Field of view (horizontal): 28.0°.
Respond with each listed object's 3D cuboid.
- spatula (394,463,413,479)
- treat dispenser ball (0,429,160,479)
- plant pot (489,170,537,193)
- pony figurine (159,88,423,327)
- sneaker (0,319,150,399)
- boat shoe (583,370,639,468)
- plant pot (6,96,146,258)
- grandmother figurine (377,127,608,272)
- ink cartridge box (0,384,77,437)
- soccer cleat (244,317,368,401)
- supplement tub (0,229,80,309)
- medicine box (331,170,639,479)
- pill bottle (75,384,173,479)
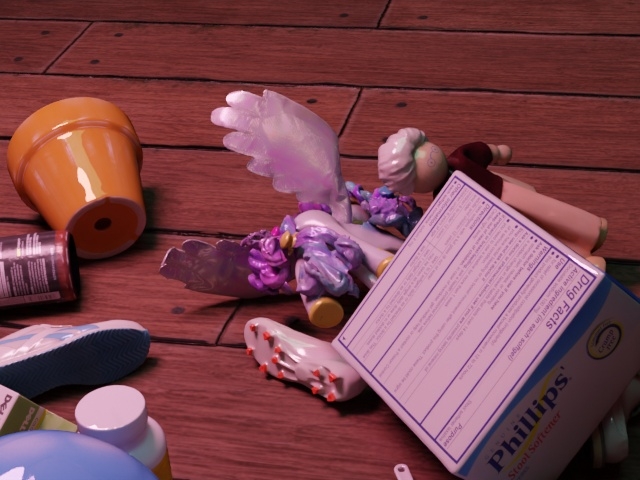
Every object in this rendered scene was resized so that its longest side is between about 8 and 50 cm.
[{"bbox_3d":[0.066,0.335,1.381,0.168,0.019,0.242,-15,32,-7],"label":"spatula"},{"bbox_3d":[-0.257,0.320,1.188,0.288,0.288,0.288,-3,32,2],"label":"treat dispenser ball"},{"bbox_3d":[0.266,-0.033,1.863,0.096,0.109,0.109,3,31,-10],"label":"plant pot"},{"bbox_3d":[0.000,0.000,1.732,0.351,0.303,0.363,17,18,-29],"label":"pony figurine"},{"bbox_3d":[-0.337,0.143,1.674,0.228,0.087,0.092,-12,31,-15],"label":"sneaker"},{"bbox_3d":[0.356,0.152,1.540,0.103,0.113,0.302,-1,34,9],"label":"boat shoe"},{"bbox_3d":[-0.352,-0.080,1.948,0.205,0.205,0.188,-16,49,-17],"label":"plant pot"},{"bbox_3d":[0.227,-0.055,1.726,0.342,0.104,0.208,25,44,-17],"label":"grandmother figurine"},{"bbox_3d":[-0.401,0.224,1.528,0.209,0.062,0.109,19,74,32],"label":"ink cartridge box"},{"bbox_3d":[-0.018,0.151,1.645,0.196,0.068,0.076,26,28,37],"label":"soccer cleat"},{"bbox_3d":[-0.447,0.046,1.823,0.197,0.106,0.106,-7,32,-3],"label":"supplement tub"},{"bbox_3d":[0.196,0.108,1.468,0.263,0.149,0.289,-54,39,6],"label":"medicine box"},{"bbox_3d":[-0.213,0.251,1.390,0.103,0.184,0.103,-3,32,2],"label":"pill bottle"}]
